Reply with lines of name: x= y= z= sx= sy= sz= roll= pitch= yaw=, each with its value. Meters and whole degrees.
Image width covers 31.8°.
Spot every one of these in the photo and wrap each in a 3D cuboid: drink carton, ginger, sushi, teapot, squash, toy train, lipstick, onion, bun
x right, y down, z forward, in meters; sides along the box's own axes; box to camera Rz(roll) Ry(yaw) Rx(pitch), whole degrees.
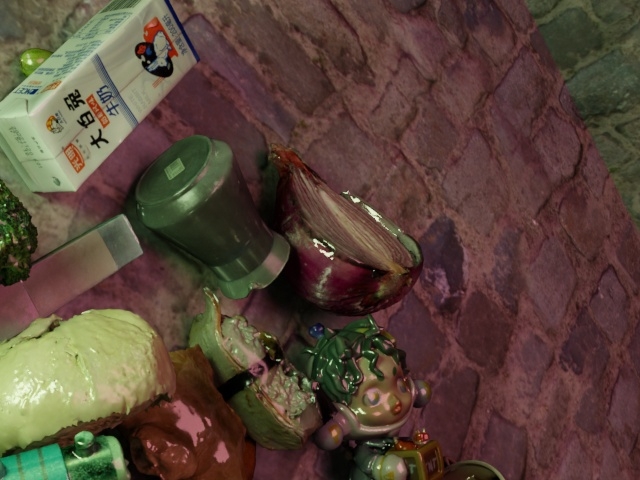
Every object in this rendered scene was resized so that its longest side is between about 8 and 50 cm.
drink carton: x=-0.308 y=-0.210 z=1.552 sx=0.315 sy=0.106 sz=0.131 roll=-54 pitch=129 yaw=-37
ginger: x=-0.171 y=0.276 z=1.519 sx=0.270 sy=0.123 sz=0.219 roll=56 pitch=26 yaw=10
sushi: x=-0.111 y=0.201 z=1.663 sx=0.273 sy=0.134 sz=0.109 roll=54 pitch=44 yaw=-20
teapot: x=-0.162 y=-0.038 z=1.702 sx=0.225 sy=0.171 sz=0.203 roll=52 pitch=8 yaw=-34
squash: x=-0.356 y=-0.240 z=1.617 sx=0.183 sy=0.052 sz=0.052 roll=5 pitch=70 yaw=-54
toy train: x=-0.336 y=0.296 z=1.180 sx=0.120 sy=0.298 sz=0.194 roll=-126 pitch=-150 yaw=-49
lipstick: x=-0.354 y=0.057 z=1.455 sx=0.317 sy=0.066 sz=0.068 roll=-39 pitch=106 yaw=-54
onion: x=0.000 y=0.000 z=1.902 sx=0.267 sy=0.159 sz=0.349 roll=7 pitch=35 yaw=-52
bun: x=-0.299 y=0.163 z=1.322 sx=0.259 sy=0.259 sz=0.152 roll=-13 pitch=75 yaw=-55

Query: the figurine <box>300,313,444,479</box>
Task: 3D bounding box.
figurine: x=0.086 y=0.307 z=1.820 sx=0.261 sy=0.186 sz=0.382 roll=-15 pitch=86 yaw=-60

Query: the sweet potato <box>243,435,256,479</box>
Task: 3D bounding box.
sweet potato: x=-0.142 y=0.374 z=1.596 sx=0.057 sy=0.057 sz=0.265 roll=53 pitch=39 yaw=-23

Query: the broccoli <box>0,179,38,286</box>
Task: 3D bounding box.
broccoli: x=-0.448 y=0.005 z=1.245 sx=0.269 sy=0.261 sz=0.242 roll=68 pitch=36 yaw=-80

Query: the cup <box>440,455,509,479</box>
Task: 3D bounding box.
cup: x=0.289 y=0.502 z=2.027 sx=0.200 sy=0.191 sz=0.253 roll=42 pitch=11 yaw=-39
